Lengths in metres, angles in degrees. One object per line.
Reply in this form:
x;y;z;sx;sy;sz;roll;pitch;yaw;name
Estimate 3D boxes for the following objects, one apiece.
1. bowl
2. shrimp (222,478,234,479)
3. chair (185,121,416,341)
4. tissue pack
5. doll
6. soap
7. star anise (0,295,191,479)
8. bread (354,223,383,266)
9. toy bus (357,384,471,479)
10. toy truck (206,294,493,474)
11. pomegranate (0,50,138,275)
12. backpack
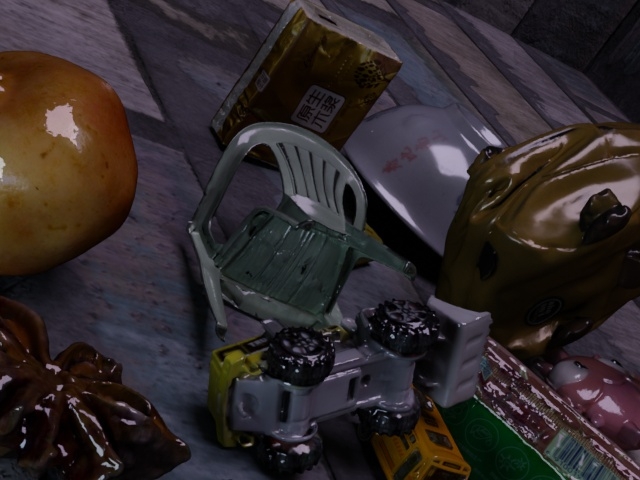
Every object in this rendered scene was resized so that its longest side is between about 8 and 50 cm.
0.197;-0.104;1.812;0.345;0.157;0.345;40;16;-14;bowl
-0.024;0.269;0.980;0.217;0.051;0.115;40;25;4;shrimp
-0.020;0.003;1.323;0.203;0.190;0.275;24;13;-26;chair
-0.021;-0.206;1.684;0.183;0.226;0.092;20;26;-35;tissue pack
0.383;0.213;1.604;0.262;0.093;0.211;6;28;-44;doll
0.239;0.237;1.349;0.273;0.098;0.218;41;23;12;soap
-0.226;0.120;0.934;0.220;0.099;0.214;39;8;21;star anise
0.000;0.000;1.540;0.088;0.049;0.226;43;23;17;bread
0.099;0.218;1.218;0.069;0.074;0.162;22;25;-32;toy bus
0.027;0.122;1.155;0.286;0.136;0.111;-10;33;-31;toy truck
-0.267;-0.068;1.105;0.209;0.209;0.209;30;23;-14;pomegranate
0.331;-0.005;1.573;0.378;0.353;0.201;-25;56;-19;backpack
